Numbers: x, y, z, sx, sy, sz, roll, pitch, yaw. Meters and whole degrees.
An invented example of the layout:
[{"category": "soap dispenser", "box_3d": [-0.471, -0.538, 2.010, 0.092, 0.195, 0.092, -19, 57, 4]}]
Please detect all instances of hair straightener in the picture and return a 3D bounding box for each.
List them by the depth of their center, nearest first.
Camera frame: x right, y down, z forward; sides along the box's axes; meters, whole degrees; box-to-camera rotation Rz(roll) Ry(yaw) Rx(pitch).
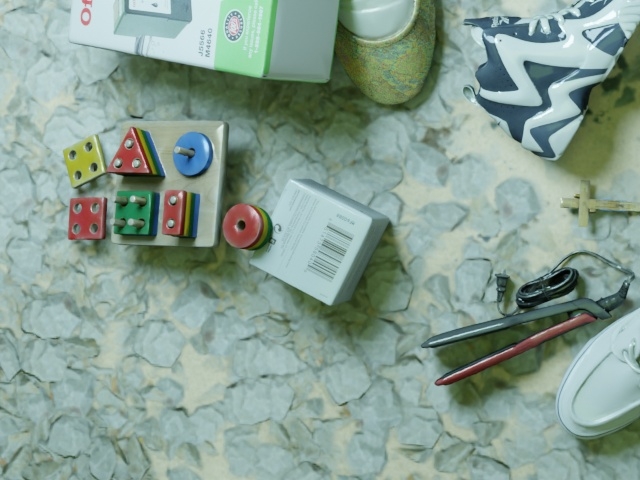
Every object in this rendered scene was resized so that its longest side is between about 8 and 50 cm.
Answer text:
[{"category": "hair straightener", "box_3d": [0.207, 0.068, 1.747, 0.230, 0.047, 0.089, -23, 87, 14]}]

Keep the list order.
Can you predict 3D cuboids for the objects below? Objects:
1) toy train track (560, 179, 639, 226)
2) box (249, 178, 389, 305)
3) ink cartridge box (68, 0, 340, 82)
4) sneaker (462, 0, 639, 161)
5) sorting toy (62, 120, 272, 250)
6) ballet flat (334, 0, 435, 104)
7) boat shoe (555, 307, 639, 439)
[{"category": "toy train track", "box_3d": [0.285, -0.036, 1.742, 0.083, 0.014, 0.048, 4, 86, 8]}, {"category": "box", "box_3d": [0.000, 0.000, 1.775, 0.102, 0.087, 0.101, 28, 99, 13]}, {"category": "ink cartridge box", "box_3d": [-0.115, -0.274, 1.723, 0.273, 0.115, 0.198, 13, 101, 37]}, {"category": "sneaker", "box_3d": [0.225, -0.212, 1.706, 0.153, 0.094, 0.235, 29, 109, 3]}, {"category": "sorting toy", "box_3d": [-0.174, -0.061, 1.794, 0.274, 0.046, 0.132, 2, 85, 31]}, {"category": "ballet flat", "box_3d": [0.047, -0.312, 1.737, 0.123, 0.123, 0.348, -3, 92, 14]}, {"category": "boat shoe", "box_3d": [0.330, 0.102, 1.698, 0.095, 0.084, 0.258, 45, 101, 8]}]
